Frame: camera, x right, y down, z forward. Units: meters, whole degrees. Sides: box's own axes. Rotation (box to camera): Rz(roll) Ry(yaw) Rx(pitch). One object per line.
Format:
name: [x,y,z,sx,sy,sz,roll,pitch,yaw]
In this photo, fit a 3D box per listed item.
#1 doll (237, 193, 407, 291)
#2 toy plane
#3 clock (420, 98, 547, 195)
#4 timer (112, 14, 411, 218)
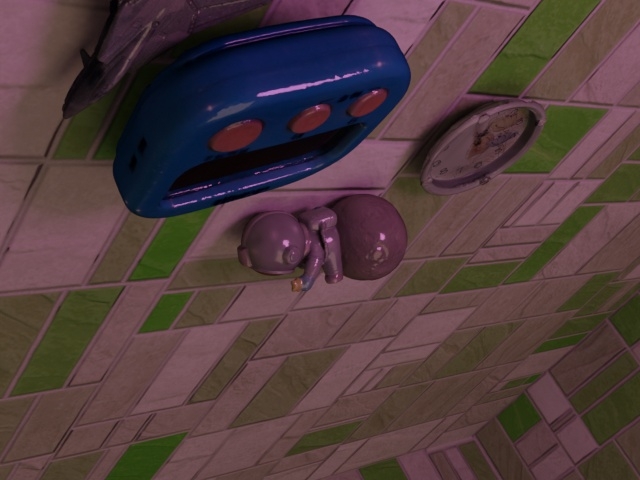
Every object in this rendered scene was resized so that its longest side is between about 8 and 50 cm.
doll: [0.000,0.000,1.536,0.287,0.151,0.151,-4,144,-31]
toy plane: [-0.190,-0.227,1.002,0.267,0.088,0.212,-35,153,26]
clock: [0.260,-0.163,1.600,0.236,0.053,0.236,-22,153,-12]
timer: [-0.075,-0.144,1.153,0.340,0.115,0.309,-18,166,-30]
